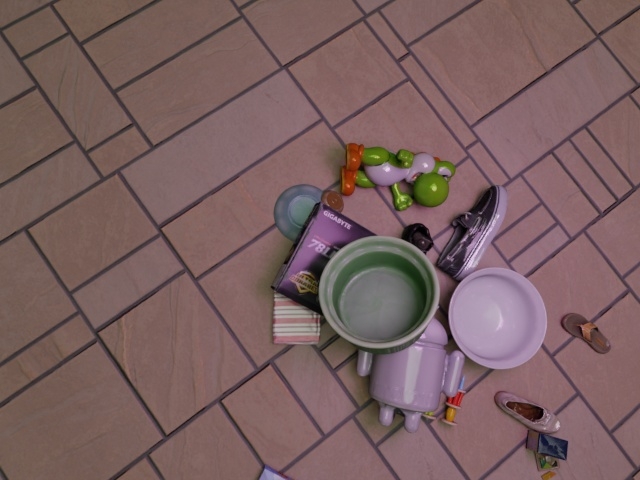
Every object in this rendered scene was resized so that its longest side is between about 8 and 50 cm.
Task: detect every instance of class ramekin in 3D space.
[{"bbox_3d":[0.157,0.153,1.149,0.304,0.148,0.303,-6,61,10],"label":"ramekin"}]

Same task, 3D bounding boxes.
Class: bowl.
[{"bbox_3d":[0.511,0.233,1.319,0.298,0.134,0.297,1,81,-5],"label":"bowl"}]

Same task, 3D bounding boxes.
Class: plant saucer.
[{"bbox_3d":[-0.050,-0.089,1.367,0.195,0.037,0.194,1,81,-4],"label":"plant saucer"},{"bbox_3d":[0.042,-0.123,1.373,0.084,0.015,0.083,10,69,-28],"label":"plant saucer"}]

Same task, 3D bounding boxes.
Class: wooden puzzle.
[{"bbox_3d":[0.698,0.670,1.330,0.079,0.014,0.116,-14,83,-7],"label":"wooden puzzle"}]

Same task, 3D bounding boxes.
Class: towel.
[{"bbox_3d":[-0.072,0.218,1.325,0.144,0.029,0.196,1,78,-5],"label":"towel"}]

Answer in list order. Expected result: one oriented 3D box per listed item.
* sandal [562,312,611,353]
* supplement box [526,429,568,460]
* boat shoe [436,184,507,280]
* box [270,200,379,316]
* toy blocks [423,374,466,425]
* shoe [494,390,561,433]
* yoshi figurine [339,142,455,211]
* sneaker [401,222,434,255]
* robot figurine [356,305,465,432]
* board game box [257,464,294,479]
[{"bbox_3d":[0.859,0.295,1.383,0.180,0.049,0.072,38,80,1],"label":"sandal"},{"bbox_3d":[0.675,0.610,1.294,0.083,0.083,0.056,15,73,5],"label":"supplement box"},{"bbox_3d":[0.476,-0.039,1.363,0.119,0.121,0.335,28,82,-5],"label":"boat shoe"},{"bbox_3d":[0.048,0.081,1.296,0.296,0.073,0.293,31,82,-15],"label":"box"},{"bbox_3d":[0.373,0.468,1.311,0.123,0.054,0.148,18,80,-3],"label":"toy blocks"},{"bbox_3d":[0.640,0.532,1.323,0.219,0.058,0.076,26,80,-1],"label":"shoe"},{"bbox_3d":[0.250,-0.190,1.342,0.363,0.203,0.202,2,97,-7],"label":"yoshi figurine"},{"bbox_3d":[0.279,0.050,1.330,0.087,0.130,0.227,19,82,0],"label":"sneaker"},{"bbox_3d":[0.253,0.352,1.243,0.300,0.200,0.353,8,80,13],"label":"robot figurine"},{"bbox_3d":[-0.103,0.766,1.231,0.212,0.039,0.160,28,80,0],"label":"board game box"}]
